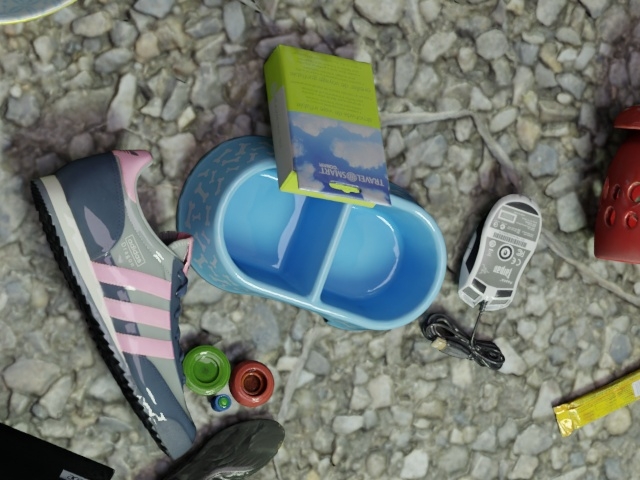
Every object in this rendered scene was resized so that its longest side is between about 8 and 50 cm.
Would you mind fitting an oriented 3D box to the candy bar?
[{"bbox_3d":[0.338,0.176,2.101,0.161,0.018,0.040,-24,111,-19],"label":"candy bar"}]

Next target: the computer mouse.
[{"bbox_3d":[0.184,0.039,1.998,0.106,0.042,0.193,19,97,-21],"label":"computer mouse"}]

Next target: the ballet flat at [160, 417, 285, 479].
[{"bbox_3d":[-0.112,0.238,1.908,0.173,0.049,0.057,-32,78,-20],"label":"ballet flat"}]

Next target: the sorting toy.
[{"bbox_3d":[-0.100,0.147,1.896,0.102,0.042,0.061,18,76,-14],"label":"sorting toy"}]

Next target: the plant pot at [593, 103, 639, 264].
[{"bbox_3d":[0.400,-0.055,1.995,0.191,0.191,0.174,6,94,-24],"label":"plant pot"}]

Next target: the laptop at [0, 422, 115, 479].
[{"bbox_3d":[-0.351,0.314,1.754,0.234,0.136,0.264,20,116,11],"label":"laptop"}]

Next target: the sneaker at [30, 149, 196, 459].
[{"bbox_3d":[-0.166,0.061,1.807,0.131,0.112,0.319,-27,110,-14],"label":"sneaker"}]

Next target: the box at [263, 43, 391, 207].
[{"bbox_3d":[0.007,-0.107,1.835,0.109,0.042,0.178,9,55,-25],"label":"box"}]

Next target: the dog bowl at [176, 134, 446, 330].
[{"bbox_3d":[0.000,0.000,1.891,0.297,0.074,0.166,20,91,-25],"label":"dog bowl"}]

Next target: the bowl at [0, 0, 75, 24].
[{"bbox_3d":[-0.314,-0.341,1.646,0.289,0.156,0.289,-5,102,-23],"label":"bowl"}]
